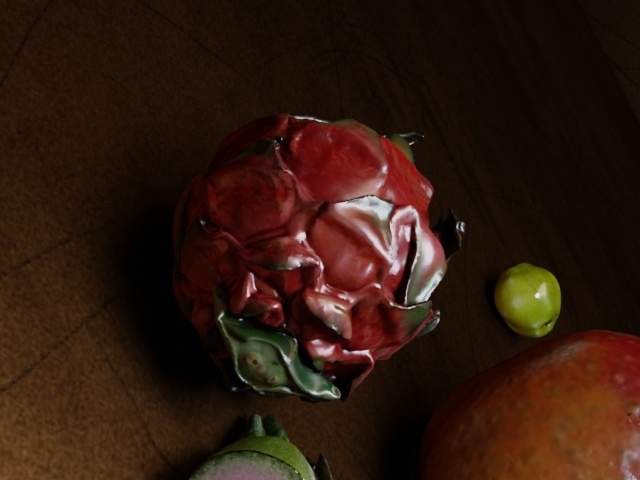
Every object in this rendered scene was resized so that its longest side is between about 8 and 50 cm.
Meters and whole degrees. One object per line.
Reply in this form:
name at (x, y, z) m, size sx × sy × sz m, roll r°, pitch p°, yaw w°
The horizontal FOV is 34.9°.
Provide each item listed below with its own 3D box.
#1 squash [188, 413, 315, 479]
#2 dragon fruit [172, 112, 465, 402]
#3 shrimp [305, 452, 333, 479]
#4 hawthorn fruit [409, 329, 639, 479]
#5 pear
squash at (-0.040, 0.180, 0.755) m, size 0.105 × 0.105 × 0.132 m, roll 59°, pitch 12°, yaw -6°
dragon fruit at (0.000, 0.000, 0.818) m, size 0.234 × 0.233 × 0.293 m, roll 56°, pitch 34°, yaw -11°
shrimp at (0.026, 0.316, 0.769) m, size 0.169 × 0.058 × 0.296 m, roll 36°, pitch 44°, yaw -46°
hawthorn fruit at (0.265, 0.215, 0.928) m, size 0.285 × 0.369 × 0.285 m, roll 51°, pitch 12°, yaw -15°
pear at (0.270, 0.077, 1.311) m, size 0.092 × 0.092 × 0.097 m, roll -17°, pitch 81°, yaw -60°
